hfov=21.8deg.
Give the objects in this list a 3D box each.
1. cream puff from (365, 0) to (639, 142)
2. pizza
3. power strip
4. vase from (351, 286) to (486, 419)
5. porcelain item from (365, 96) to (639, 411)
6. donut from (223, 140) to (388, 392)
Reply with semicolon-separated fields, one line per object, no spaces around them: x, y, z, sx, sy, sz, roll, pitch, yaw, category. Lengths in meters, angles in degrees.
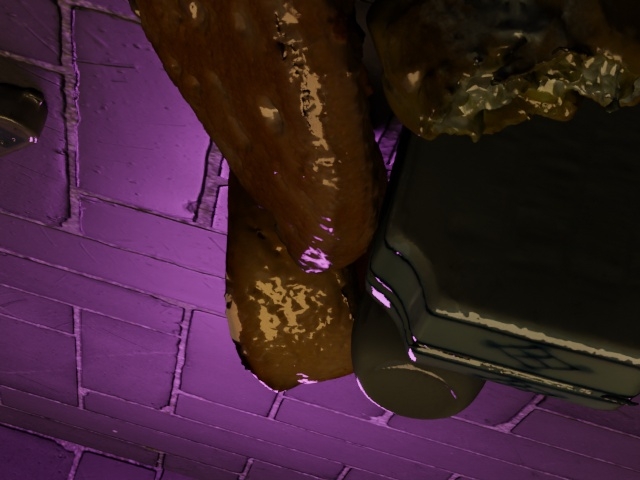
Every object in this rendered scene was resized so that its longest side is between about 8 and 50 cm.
0.149;-0.162;1.204;0.221;0.195;0.195;-7;152;22;cream puff
-0.044;-0.154;1.274;0.277;0.114;0.409;32;143;58;pizza
-0.391;-0.121;1.863;0.080;0.048;0.286;29;155;-33;power strip
0.106;0.033;1.489;0.128;0.248;0.128;11;146;7;vase
0.191;-0.018;1.355;0.281;0.286;0.157;14;157;-2;porcelain item
0.000;0.000;1.574;0.110;0.303;0.303;-2;156;15;donut
